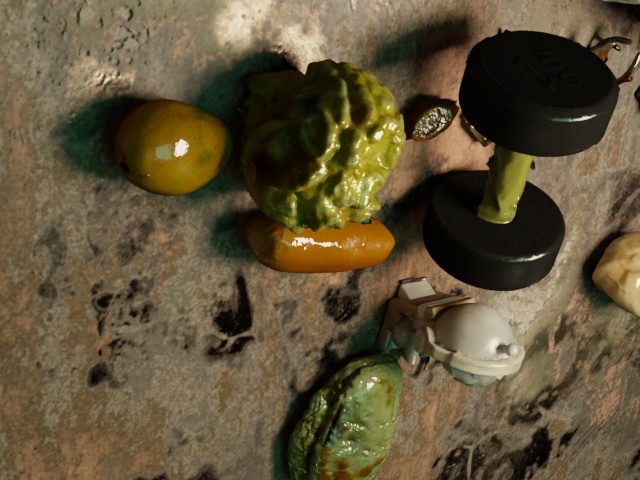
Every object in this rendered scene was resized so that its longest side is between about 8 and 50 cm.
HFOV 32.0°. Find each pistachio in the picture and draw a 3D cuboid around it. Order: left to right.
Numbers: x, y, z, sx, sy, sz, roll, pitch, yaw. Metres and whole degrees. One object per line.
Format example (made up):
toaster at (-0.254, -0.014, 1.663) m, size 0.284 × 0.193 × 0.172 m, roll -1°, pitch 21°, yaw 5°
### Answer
pistachio at (0.586, 0.071, 2.018) m, size 0.229 × 0.157 × 0.157 m, roll 26°, pitch 96°, yaw -52°

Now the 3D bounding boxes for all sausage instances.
sausage at (0.000, 0.000, 1.485) m, size 0.238 × 0.098 × 0.098 m, roll 2°, pitch 112°, yaw -44°

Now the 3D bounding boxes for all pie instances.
pie at (0.047, 0.294, 1.705) m, size 0.201 × 0.090 × 0.248 m, roll 0°, pitch 113°, yaw -41°

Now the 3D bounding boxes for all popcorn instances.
popcorn at (-0.003, -0.116, 1.363) m, size 0.218 × 0.189 × 0.169 m, roll -59°, pitch 144°, yaw -7°

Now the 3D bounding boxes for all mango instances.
mango at (-0.166, -0.103, 1.288) m, size 0.163 × 0.089 × 0.111 m, roll 20°, pitch 99°, yaw -54°

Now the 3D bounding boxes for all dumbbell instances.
dumbbell at (0.266, -0.106, 1.538) m, size 0.204 × 0.204 × 0.322 m, roll -22°, pitch 141°, yaw -31°

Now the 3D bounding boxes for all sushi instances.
sushi at (0.153, -0.173, 1.562) m, size 0.099 × 0.047 × 0.050 m, roll -24°, pitch 118°, yaw -8°

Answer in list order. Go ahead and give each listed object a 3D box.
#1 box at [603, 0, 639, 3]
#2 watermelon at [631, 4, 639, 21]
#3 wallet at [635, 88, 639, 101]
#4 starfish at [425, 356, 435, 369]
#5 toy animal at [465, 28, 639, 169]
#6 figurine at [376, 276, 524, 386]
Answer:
box at (0.349, -0.411, 1.519) m, size 0.227 × 0.162 × 0.130 m, roll 20°, pitch 89°, yaw -46°
watermelon at (0.557, -0.445, 1.658) m, size 0.331 × 0.189 × 0.330 m, roll -41°, pitch 156°, yaw -23°
wallet at (0.706, -0.333, 1.911) m, size 0.197 × 0.051 × 0.377 m, roll 36°, pitch 95°, yaw -31°
starfish at (0.197, 0.168, 1.821) m, size 0.086 × 0.016 × 0.092 m, roll -42°, pitch 132°, yaw -18°
toy animal at (0.347, -0.232, 1.690) m, size 0.260 × 0.087 × 0.243 m, roll 12°, pitch 118°, yaw -46°
figurine at (0.200, 0.151, 1.661) m, size 0.163 × 0.237 × 0.141 m, roll -7°, pitch 111°, yaw -42°
